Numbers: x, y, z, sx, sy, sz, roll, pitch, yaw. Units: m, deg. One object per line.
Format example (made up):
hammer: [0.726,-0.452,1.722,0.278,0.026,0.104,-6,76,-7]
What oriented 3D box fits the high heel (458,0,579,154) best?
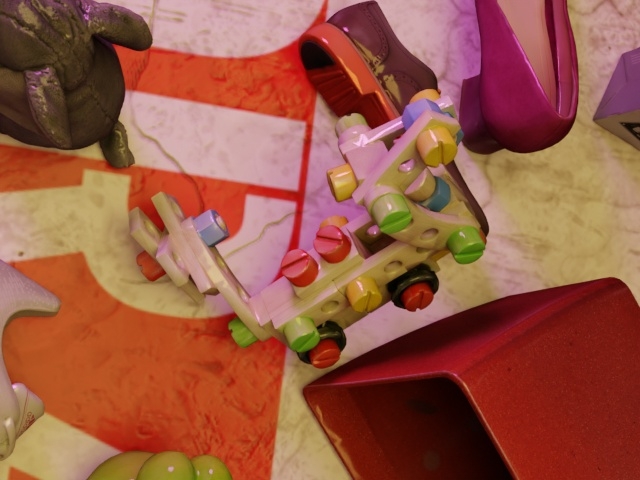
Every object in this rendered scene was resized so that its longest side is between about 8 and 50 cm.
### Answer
high heel: [0.208,-0.270,1.184,0.127,0.181,0.377,0,87,-18]

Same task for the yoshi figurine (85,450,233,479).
yoshi figurine: [-0.170,0.338,1.063,0.203,0.203,0.362,21,96,24]

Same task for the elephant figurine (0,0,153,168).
elephant figurine: [-0.228,-0.154,1.002,0.186,0.239,0.169,-1,87,-19]

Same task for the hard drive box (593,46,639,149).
hard drive box: [0.430,-0.116,1.252,0.232,0.181,0.089,28,79,-14]

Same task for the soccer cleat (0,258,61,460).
soccer cleat: [-0.315,0.173,1.022,0.143,0.116,0.331,20,81,-16]

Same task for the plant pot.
plant pot: [0.191,0.176,1.129,0.235,0.267,0.267,-35,98,-28]

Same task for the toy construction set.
toy construction set: [0.000,0.000,1.077,0.327,0.215,0.151,-20,57,19]

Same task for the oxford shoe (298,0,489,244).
oxford shoe: [0.095,-0.111,1.187,0.098,0.097,0.271,-38,100,-23]
